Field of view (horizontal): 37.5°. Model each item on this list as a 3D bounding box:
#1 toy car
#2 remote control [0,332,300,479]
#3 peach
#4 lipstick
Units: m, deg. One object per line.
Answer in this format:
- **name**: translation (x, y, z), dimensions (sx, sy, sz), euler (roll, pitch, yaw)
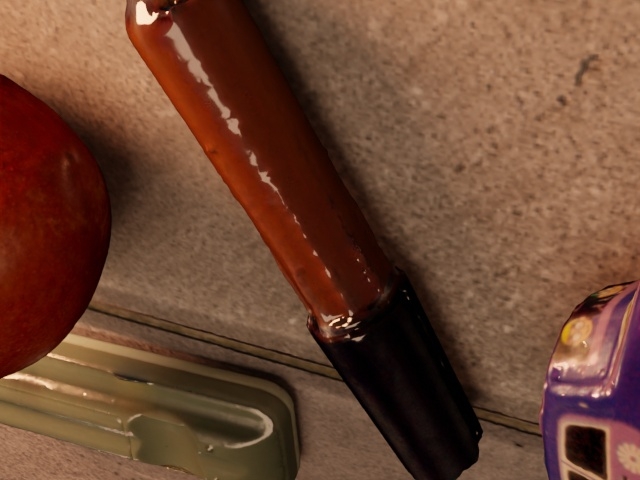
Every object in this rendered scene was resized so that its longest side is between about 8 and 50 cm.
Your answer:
- **toy car**: translation (0.213, 0.093, 0.539), dimensions (0.158, 0.172, 0.235), euler (14, 132, 34)
- **remote control**: translation (-0.183, 0.150, 0.842), dimensions (0.335, 0.066, 0.128), euler (10, 131, 17)
- **peach**: translation (-0.255, -0.016, 0.633), dimensions (0.243, 0.199, 0.244), euler (0, 91, 13)
- **lipstick**: translation (0.000, 0.000, 0.610), dimensions (0.077, 0.077, 0.418), euler (-12, 123, 33)
